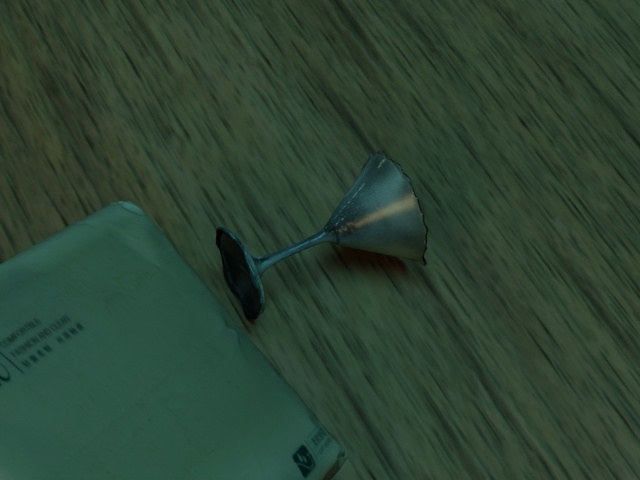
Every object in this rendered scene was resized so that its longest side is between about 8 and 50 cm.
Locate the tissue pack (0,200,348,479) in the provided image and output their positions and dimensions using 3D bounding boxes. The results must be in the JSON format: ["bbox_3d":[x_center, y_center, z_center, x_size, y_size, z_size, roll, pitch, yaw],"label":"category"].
[{"bbox_3d":[-0.187,0.171,1.083,0.297,0.207,0.380,47,27,1],"label":"tissue pack"}]

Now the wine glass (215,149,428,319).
[{"bbox_3d":[0.000,0.000,1.426,0.183,0.122,0.122,-25,60,-20],"label":"wine glass"}]
